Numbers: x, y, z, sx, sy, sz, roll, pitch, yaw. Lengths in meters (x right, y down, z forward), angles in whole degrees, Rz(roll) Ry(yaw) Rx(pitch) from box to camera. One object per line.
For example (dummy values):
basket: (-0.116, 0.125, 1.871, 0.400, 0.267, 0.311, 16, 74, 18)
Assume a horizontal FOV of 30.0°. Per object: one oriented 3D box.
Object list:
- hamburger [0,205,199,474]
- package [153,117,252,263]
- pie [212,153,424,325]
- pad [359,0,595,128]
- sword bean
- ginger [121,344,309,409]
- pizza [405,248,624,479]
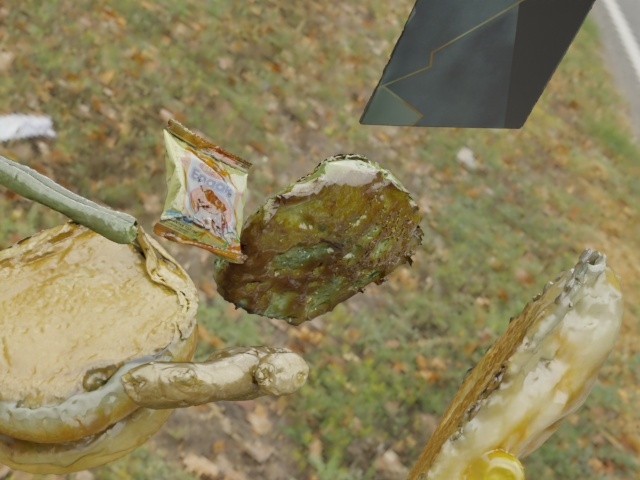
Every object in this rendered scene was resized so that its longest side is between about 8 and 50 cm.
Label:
hamburger: (-0.275, 0.115, 1.351, 0.319, 0.318, 0.158, 54, -14, 38)
package: (-0.109, -0.042, 1.128, 0.108, 0.031, 0.121, 28, 51, -40)
pie: (0.000, 0.000, 1.756, 0.354, 0.288, 0.103, 20, 30, -52)
pad: (0.140, -0.176, 0.917, 0.163, 0.243, 0.004, -2, 49, -27)
sword bean: (-0.323, -0.064, 1.320, 0.269, 0.038, 0.043, 27, 31, 4)
ginger: (-0.105, 0.142, 1.226, 0.214, 0.059, 0.133, -5, 0, -25)
pizza: (0.104, 0.203, 0.959, 0.080, 0.435, 0.392, 35, 3, 8)
